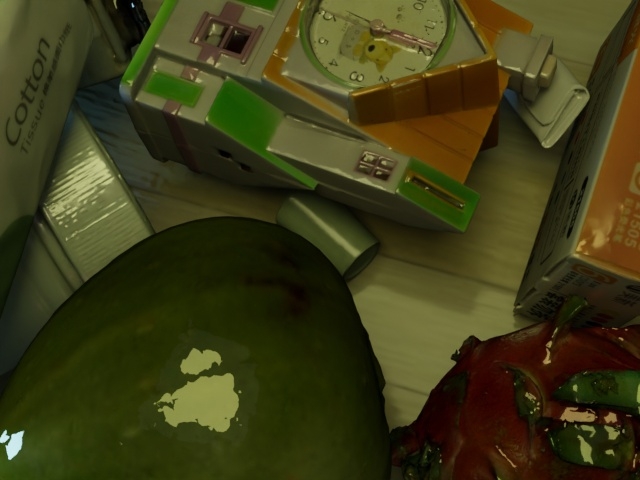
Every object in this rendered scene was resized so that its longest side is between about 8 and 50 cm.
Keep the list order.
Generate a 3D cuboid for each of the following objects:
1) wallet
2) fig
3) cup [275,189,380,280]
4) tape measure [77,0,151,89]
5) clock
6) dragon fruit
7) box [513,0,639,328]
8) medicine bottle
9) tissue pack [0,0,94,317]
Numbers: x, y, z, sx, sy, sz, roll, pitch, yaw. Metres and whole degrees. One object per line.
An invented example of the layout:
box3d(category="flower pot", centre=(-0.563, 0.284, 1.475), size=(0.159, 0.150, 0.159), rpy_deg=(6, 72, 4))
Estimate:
box3d(category="wallet", centre=(0.189, -0.130, 1.228), size=(0.025, 0.122, 0.061), rpy_deg=(21, 112, -22))
box3d(category="fig", centre=(-0.105, 0.136, 1.079), size=(0.316, 0.316, 0.316), rpy_deg=(-2, 72, 7))
box3d(category="cup", centre=(0.000, -0.002, 1.243), size=(0.075, 0.054, 0.083), rpy_deg=(-43, 75, -8))
box3d(category="tape measure", centre=(-0.270, -0.215, 1.284), size=(0.271, 0.133, 0.231), rpy_deg=(-16, 41, 10))
box3d(category="clock", centre=(0.029, -0.148, 1.183), size=(0.309, 0.166, 0.235), rpy_deg=(20, 71, 14))
box3d(category="dragon fruit", centre=(0.188, 0.145, 1.087), size=(0.200, 0.269, 0.198), rpy_deg=(-25, 100, -34))
box3d(category="box", centre=(0.253, -0.071, 1.143), size=(0.091, 0.221, 0.274), rpy_deg=(21, 74, 1))
box3d(category="medicine bottle", centre=(-0.307, 0.026, 1.203), size=(0.332, 0.190, 0.190), rpy_deg=(-28, 71, -3))
box3d(category="tissue pack", centre=(-0.346, -0.067, 1.037), size=(0.266, 0.194, 0.356), rpy_deg=(10, 71, 12))
